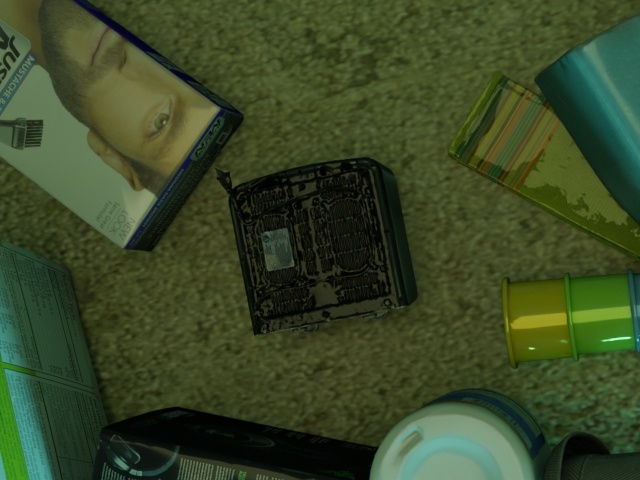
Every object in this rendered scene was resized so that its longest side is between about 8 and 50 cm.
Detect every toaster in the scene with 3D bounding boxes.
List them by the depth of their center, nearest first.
[{"bbox_3d":[0.000,0.000,1.711,0.168,0.110,0.185,-12,87,11],"label":"toaster"}]

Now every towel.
[{"bbox_3d":[0.255,-0.075,1.702,0.237,0.021,0.102,30,96,11],"label":"towel"}]

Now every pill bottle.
[{"bbox_3d":[0.142,0.221,1.592,0.152,0.272,0.152,0,89,12],"label":"pill bottle"}]

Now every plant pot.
[{"bbox_3d":[0.380,-0.110,1.551,0.248,0.247,0.252,-27,89,-1],"label":"plant pot"}]

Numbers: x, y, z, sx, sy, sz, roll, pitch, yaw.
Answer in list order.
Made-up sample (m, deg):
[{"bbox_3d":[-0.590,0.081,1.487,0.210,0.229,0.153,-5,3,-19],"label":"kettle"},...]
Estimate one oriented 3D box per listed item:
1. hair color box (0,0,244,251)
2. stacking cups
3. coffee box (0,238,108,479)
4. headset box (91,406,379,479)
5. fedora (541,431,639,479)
[{"bbox_3d":[-0.274,-0.159,1.778,0.339,0.110,0.185,36,95,9],"label":"hair color box"},{"bbox_3d":[0.342,0.073,1.644,0.316,0.096,0.096,-4,88,12],"label":"stacking cups"},{"bbox_3d":[-0.426,0.207,1.666,0.338,0.334,0.338,-21,74,12],"label":"coffee box"},{"bbox_3d":[-0.058,0.264,1.649,0.283,0.246,0.131,10,92,13],"label":"headset box"},{"bbox_3d":[0.300,0.301,1.505,0.124,0.244,0.275,-15,83,26],"label":"fedora"}]
